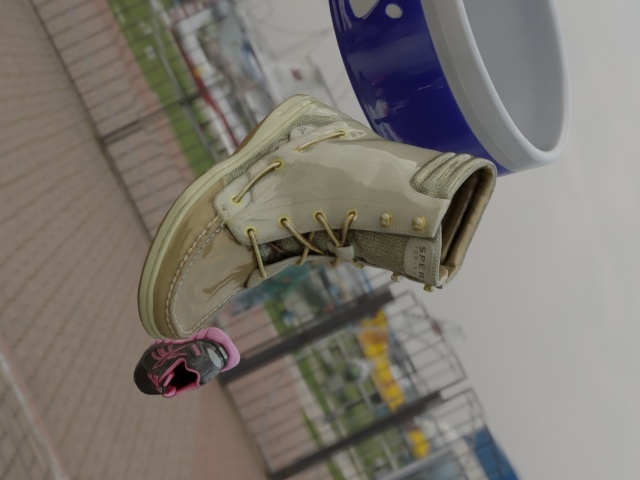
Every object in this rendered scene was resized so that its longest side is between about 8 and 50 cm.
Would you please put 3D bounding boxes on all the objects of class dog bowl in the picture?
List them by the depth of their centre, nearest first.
[{"bbox_3d":[0.111,-0.178,1.040,0.265,0.104,0.265,37,45,-51],"label":"dog bowl"}]

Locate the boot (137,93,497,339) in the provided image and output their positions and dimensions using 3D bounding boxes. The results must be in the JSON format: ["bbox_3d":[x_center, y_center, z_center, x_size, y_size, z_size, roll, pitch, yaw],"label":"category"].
[{"bbox_3d":[0.000,0.000,0.812,0.165,0.213,0.077,21,-36,28],"label":"boot"}]

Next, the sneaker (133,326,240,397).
[{"bbox_3d":[-0.121,0.108,1.037,0.047,0.119,0.057,53,45,-12],"label":"sneaker"}]
